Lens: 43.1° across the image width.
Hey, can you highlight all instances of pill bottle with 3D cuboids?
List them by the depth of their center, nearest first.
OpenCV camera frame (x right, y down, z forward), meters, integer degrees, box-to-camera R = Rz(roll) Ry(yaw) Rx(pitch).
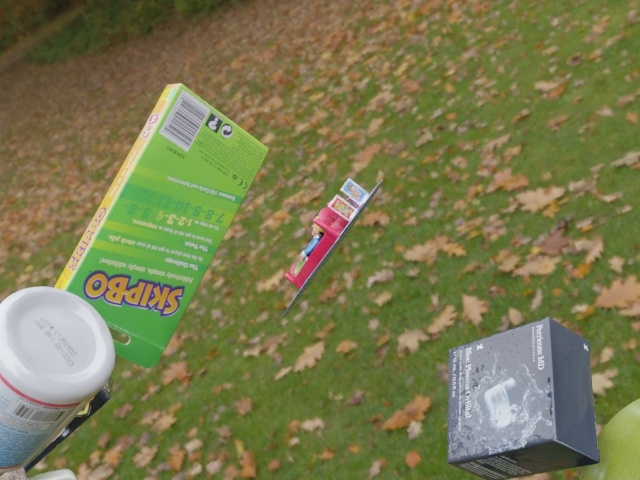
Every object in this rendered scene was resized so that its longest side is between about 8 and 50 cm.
[{"bbox_3d":[-0.219,0.110,0.576,0.160,0.087,0.087,-44,15,32],"label":"pill bottle"}]

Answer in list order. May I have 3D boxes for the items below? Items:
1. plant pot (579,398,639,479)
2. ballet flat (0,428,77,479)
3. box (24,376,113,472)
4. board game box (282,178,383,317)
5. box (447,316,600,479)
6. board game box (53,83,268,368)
[{"bbox_3d":[0.484,0.332,0.881,0.367,0.366,0.353,-37,20,-12],"label":"plant pot"},{"bbox_3d":[-0.310,0.232,0.834,0.106,0.315,0.108,-14,6,-27],"label":"ballet flat"},{"bbox_3d":[-0.391,0.264,1.139,0.220,0.051,0.175,-42,8,-10],"label":"box"},{"bbox_3d":[0.000,0.000,0.807,0.168,0.033,0.133,-53,-3,-13],"label":"board game box"},{"bbox_3d":[0.242,0.197,0.989,0.158,0.093,0.155,-27,45,41],"label":"box"},{"bbox_3d":[-0.158,-0.012,0.803,0.039,0.124,0.259,7,68,51],"label":"board game box"}]
